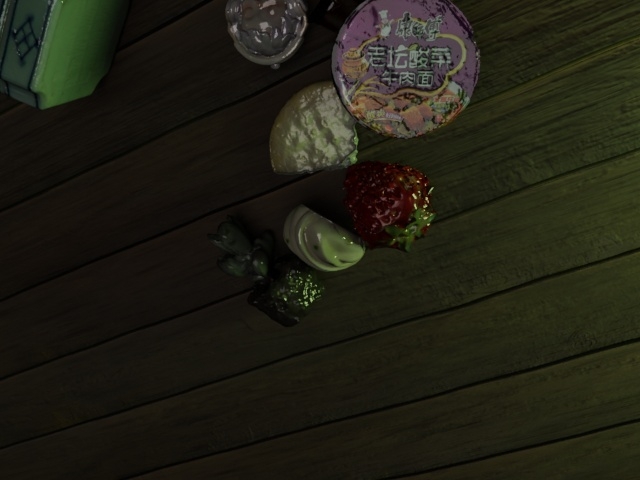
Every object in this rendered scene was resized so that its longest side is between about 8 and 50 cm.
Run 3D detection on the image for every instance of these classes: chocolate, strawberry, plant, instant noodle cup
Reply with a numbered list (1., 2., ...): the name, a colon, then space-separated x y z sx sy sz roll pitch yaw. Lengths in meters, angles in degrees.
1. chocolate: 0.052 -0.436 1.152 0.080 0.125 0.148 36 105 -7
2. strawberry: 0.131 -0.082 1.257 0.201 0.187 0.184 48 130 27
3. plant: -0.122 0.058 1.370 0.274 0.149 0.146 42 151 -1
4. instant noodle cup: 0.156 -0.325 1.138 0.251 0.190 0.251 4 112 10

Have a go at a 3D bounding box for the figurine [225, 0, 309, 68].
1. figurine: -0.100 -0.438 1.175 0.163 0.141 0.236 9 113 14

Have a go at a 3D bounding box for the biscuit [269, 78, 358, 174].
1. biscuit: 0.000 -0.220 1.296 0.188 0.040 0.265 45 113 -4

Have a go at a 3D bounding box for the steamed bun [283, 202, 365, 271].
1. steamed bun: 0.000 0.000 1.308 0.183 0.183 0.106 31 94 -1

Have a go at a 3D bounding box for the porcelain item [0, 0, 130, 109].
1. porcelain item: -0.508 -0.410 1.198 0.157 0.281 0.285 26 115 -1
